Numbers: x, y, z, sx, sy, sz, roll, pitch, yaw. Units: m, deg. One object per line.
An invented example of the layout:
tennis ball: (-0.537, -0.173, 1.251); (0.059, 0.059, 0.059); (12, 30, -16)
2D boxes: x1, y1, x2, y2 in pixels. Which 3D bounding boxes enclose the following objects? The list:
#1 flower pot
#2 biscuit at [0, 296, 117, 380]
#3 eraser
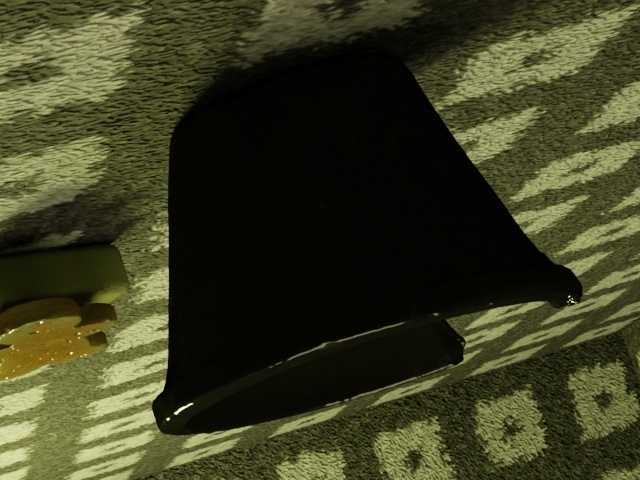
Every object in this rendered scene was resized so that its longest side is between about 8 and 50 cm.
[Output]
flower pot: (0.000, 0.000, 1.412); (0.379, 0.251, 0.379); (-17, 170, -3)
biscuit: (-0.278, 0.094, 1.648); (0.153, 0.030, 0.234); (-18, 167, -8)
eraser: (-0.293, 0.054, 1.664); (0.172, 0.058, 0.117); (-6, 162, -44)
